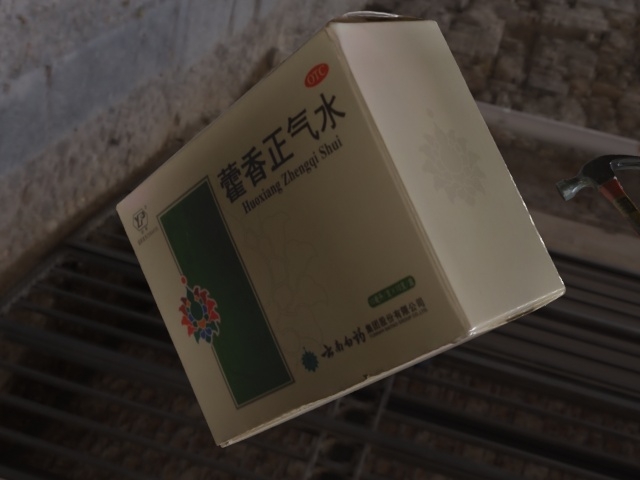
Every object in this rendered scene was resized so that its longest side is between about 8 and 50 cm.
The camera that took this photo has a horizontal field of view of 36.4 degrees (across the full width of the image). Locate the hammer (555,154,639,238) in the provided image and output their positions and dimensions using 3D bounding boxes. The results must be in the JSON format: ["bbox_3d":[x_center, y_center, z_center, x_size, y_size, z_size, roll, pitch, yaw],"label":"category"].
[{"bbox_3d":[0.404,0.002,1.184,0.033,0.111,0.287,47,13,-53],"label":"hammer"}]

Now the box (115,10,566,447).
[{"bbox_3d":[0.000,0.000,0.543,0.095,0.168,0.212,-13,166,-45],"label":"box"}]
